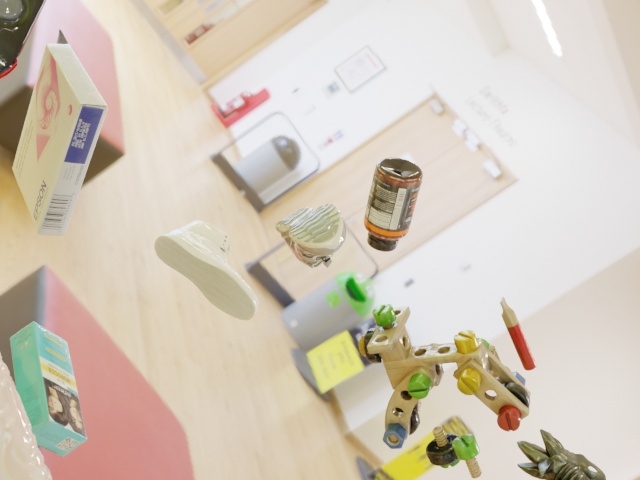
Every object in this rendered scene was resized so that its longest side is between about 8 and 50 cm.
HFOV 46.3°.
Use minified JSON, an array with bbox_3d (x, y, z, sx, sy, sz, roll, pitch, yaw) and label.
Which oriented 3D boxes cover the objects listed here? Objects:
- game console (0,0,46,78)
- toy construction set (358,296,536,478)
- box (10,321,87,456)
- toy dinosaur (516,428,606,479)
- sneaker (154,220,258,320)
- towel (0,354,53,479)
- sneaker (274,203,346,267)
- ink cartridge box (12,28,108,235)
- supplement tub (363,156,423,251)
[{"bbox_3d":[-0.558,-0.432,1.032,0.386,0.342,0.060,24,-4,-14],"label":"game console"},{"bbox_3d":[0.210,0.182,1.220,0.257,0.309,0.237,-9,-72,54],"label":"toy construction set"},{"bbox_3d":[-0.504,0.270,1.380,0.100,0.060,0.244,50,6,-47],"label":"box"},{"bbox_3d":[0.250,0.336,0.751,0.322,0.164,0.218,31,17,-4],"label":"toy dinosaur"},{"bbox_3d":[-0.237,0.057,1.803,0.292,0.108,0.169,39,32,7],"label":"sneaker"},{"bbox_3d":[-0.500,0.321,0.917,0.053,0.317,0.332,30,-43,64],"label":"towel"},{"bbox_3d":[0.000,0.000,1.442,0.115,0.105,0.281,58,-8,-12],"label":"sneaker"},{"bbox_3d":[-0.576,-0.236,1.592,0.071,0.324,0.330,0,39,-41],"label":"ink cartridge box"},{"bbox_3d":[0.153,-0.074,1.630,0.106,0.106,0.198,-116,-150,-50],"label":"supplement tub"}]
